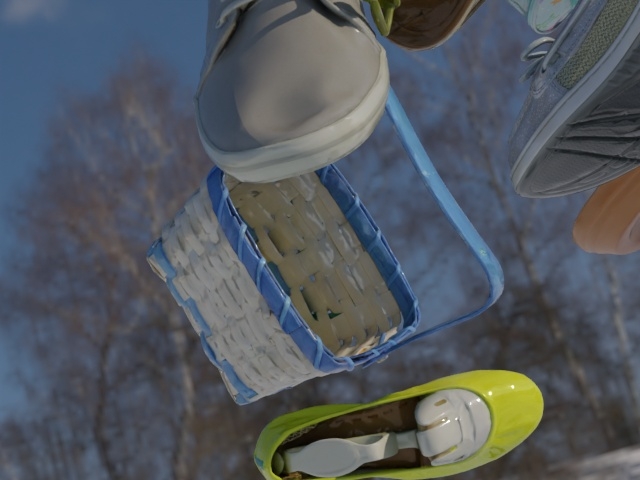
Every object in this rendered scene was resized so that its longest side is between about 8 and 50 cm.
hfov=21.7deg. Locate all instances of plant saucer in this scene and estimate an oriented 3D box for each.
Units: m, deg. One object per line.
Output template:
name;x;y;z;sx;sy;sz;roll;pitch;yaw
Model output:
plant saucer;0.304;-0.053;1.436;0.200;0.037;0.200;-33;-21;-15

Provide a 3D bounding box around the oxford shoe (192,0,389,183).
oxford shoe;-0.033;-0.193;1.404;0.169;0.449;0.130;-12;-57;10

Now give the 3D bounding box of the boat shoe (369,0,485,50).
boat shoe;0.163;-0.333;1.599;0.341;0.121;0.110;-53;-7;6

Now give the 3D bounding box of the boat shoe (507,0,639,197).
boat shoe;0.225;-0.154;1.183;0.118;0.103;0.320;-2;-39;-28

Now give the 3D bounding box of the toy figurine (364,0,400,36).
toy figurine;0.074;-0.357;1.268;0.217;0.191;0.362;-17;-52;25

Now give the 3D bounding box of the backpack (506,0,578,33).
backpack;0.295;-0.345;1.828;0.253;0.191;0.225;-37;-17;-19

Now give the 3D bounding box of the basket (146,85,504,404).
basket;0.000;0.000;1.534;0.289;0.255;0.201;-31;-3;38

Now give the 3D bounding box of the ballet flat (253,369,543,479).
ballet flat;0.061;0.153;1.289;0.231;0.077;0.077;-11;2;4
